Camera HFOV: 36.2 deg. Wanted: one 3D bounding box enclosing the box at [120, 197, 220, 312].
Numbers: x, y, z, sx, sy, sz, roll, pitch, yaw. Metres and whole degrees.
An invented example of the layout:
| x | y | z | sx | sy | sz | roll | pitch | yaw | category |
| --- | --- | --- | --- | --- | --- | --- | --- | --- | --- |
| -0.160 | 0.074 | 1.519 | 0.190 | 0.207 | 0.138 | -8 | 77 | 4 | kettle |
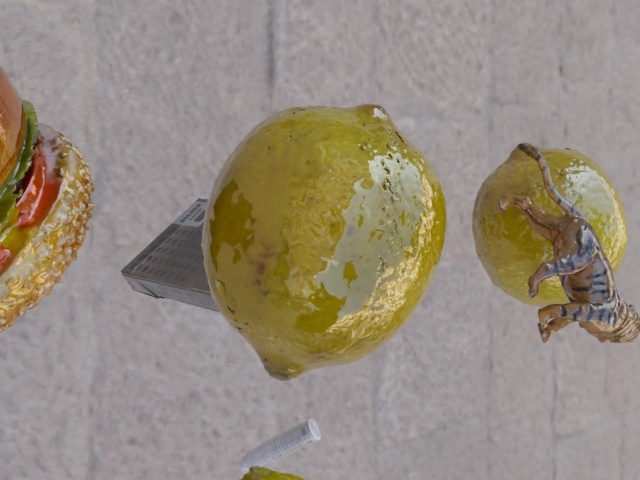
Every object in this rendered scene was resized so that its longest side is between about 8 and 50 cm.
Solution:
| x | y | z | sx | sy | sz | roll | pitch | yaw | category |
| --- | --- | --- | --- | --- | --- | --- | --- | --- | --- |
| -0.145 | 0.016 | 1.402 | 0.180 | 0.325 | 0.047 | -46 | 118 | -23 | box |

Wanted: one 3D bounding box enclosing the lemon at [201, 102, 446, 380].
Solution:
| x | y | z | sx | sy | sz | roll | pitch | yaw | category |
| --- | --- | --- | --- | --- | --- | --- | --- | --- | --- |
| 0.000 | 0.000 | 1.056 | 0.258 | 0.258 | 0.310 | 16 | 90 | -50 | lemon |

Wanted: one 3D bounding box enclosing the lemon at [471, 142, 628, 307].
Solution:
| x | y | z | sx | sy | sz | roll | pitch | yaw | category |
| --- | --- | --- | --- | --- | --- | --- | --- | --- | --- |
| 0.291 | -0.014 | 1.246 | 0.192 | 0.192 | 0.231 | -29 | 107 | -46 | lemon |

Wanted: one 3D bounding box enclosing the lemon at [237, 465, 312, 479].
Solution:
| x | y | z | sx | sy | sz | roll | pitch | yaw | category |
| --- | --- | --- | --- | --- | --- | --- | --- | --- | --- |
| -0.032 | 0.295 | 0.853 | 0.178 | 0.178 | 0.203 | -7 | 81 | -50 | lemon |

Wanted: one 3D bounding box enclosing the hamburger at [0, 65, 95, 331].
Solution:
| x | y | z | sx | sy | sz | roll | pitch | yaw | category |
| --- | --- | --- | --- | --- | --- | --- | --- | --- | --- |
| -0.421 | -0.037 | 1.064 | 0.330 | 0.330 | 0.250 | -61 | 145 | -28 | hamburger |

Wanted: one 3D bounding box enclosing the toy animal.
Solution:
| x | y | z | sx | sy | sz | roll | pitch | yaw | category |
| --- | --- | --- | --- | --- | --- | --- | --- | --- | --- |
| 0.276 | 0.010 | 1.094 | 0.114 | 0.116 | 0.255 | -59 | 129 | -80 | toy animal |

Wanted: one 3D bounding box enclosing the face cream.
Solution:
| x | y | z | sx | sy | sz | roll | pitch | yaw | category |
| --- | --- | --- | --- | --- | --- | --- | --- | --- | --- |
| -0.062 | 0.301 | 1.421 | 0.034 | 0.130 | 0.034 | 52 | 18 | -25 | face cream |
